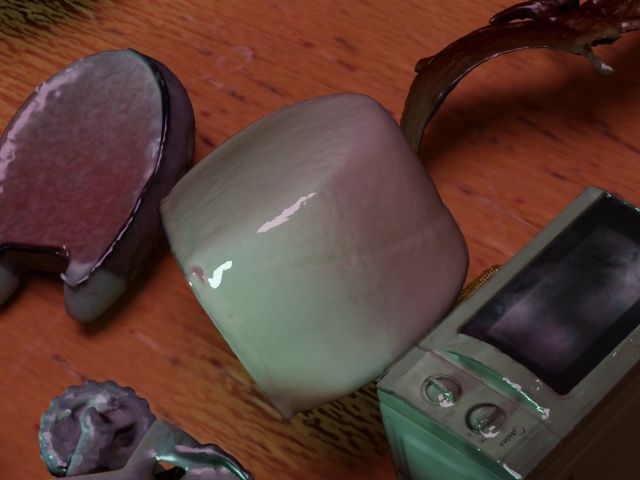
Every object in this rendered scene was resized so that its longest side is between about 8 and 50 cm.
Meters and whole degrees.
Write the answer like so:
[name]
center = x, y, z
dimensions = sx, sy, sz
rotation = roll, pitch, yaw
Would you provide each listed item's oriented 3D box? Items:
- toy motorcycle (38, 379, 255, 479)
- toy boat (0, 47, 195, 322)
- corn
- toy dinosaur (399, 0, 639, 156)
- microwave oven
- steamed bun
[toy motorcycle]
center = -0.087, 0.179, 1.116
dimensions = 0.229, 0.094, 0.130
rotation = 35, 55, 17
[toy boat]
center = -0.168, -0.037, 1.445
dimensions = 0.155, 0.085, 0.227
rotation = 4, 59, 26
[corn]
center = 0.105, 0.043, 1.340
dimensions = 0.083, 0.028, 0.027
rotation = -34, 56, -15
[toy dinosaur]
center = 0.195, -0.124, 1.446
dimensions = 0.327, 0.113, 0.207
rotation = -34, 24, -33
[microwave oven]
center = 0.144, 0.092, 1.193
dimensions = 0.129, 0.163, 0.205
rotation = 32, 59, 32
[steamed bun]
center = 0.000, 0.000, 1.260
dimensions = 0.164, 0.146, 0.241
rotation = -33, 16, -1
